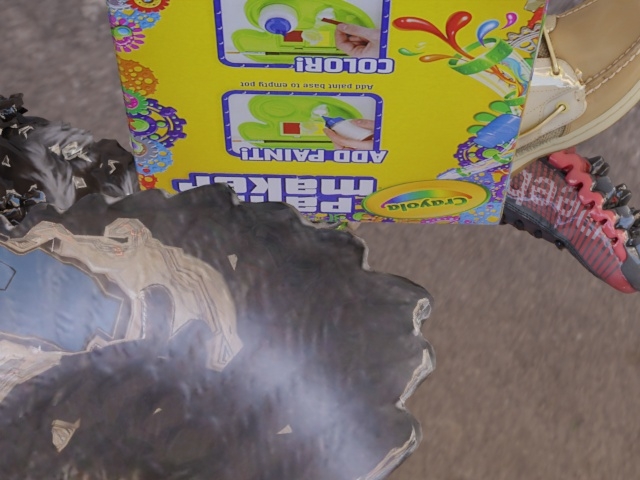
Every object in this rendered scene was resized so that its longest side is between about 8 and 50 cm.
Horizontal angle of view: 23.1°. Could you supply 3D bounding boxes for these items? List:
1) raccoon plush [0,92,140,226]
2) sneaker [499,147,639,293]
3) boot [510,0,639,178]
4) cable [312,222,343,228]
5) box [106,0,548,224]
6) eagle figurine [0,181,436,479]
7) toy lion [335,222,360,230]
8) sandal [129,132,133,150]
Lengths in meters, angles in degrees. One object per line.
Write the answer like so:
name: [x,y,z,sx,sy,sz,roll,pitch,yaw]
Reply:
raccoon plush: [-0.313,-0.004,0.980,0.446,0.216,0.299,44,140,-11]
sneaker: [0.192,-0.045,1.429,0.135,0.097,0.276,-43,74,13]
boot: [0.120,-0.143,1.163,0.262,0.095,0.203,-32,137,25]
cable: [-0.049,-0.072,1.108,0.184,0.150,0.047,22,112,-33]
box: [0.006,-0.199,0.695,0.177,0.290,0.279,0,150,0]
eagle figurine: [-0.103,0.142,0.410,0.225,0.298,0.226,49,137,12]
toy lion: [0.000,0.000,1.525,0.034,0.096,0.100,27,86,16]
sandal: [-0.138,-0.097,1.451,0.088,0.079,0.240,-11,69,11]
